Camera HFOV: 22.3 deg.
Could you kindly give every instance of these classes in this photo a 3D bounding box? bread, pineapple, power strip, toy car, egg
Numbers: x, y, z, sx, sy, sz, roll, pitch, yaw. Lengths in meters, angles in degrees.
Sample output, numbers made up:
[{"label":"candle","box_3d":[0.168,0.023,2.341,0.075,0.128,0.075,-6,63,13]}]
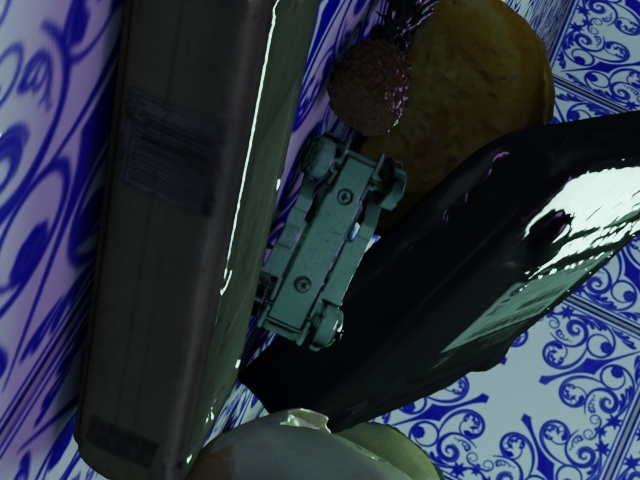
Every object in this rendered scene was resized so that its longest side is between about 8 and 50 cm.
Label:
[{"label":"bread","box_3d":[0.112,-0.102,1.327,0.229,0.139,0.143,-65,165,-6]},{"label":"pineapple","box_3d":[0.048,-0.125,1.065,0.124,0.058,0.058,-60,172,-36]},{"label":"power strip","box_3d":[-0.059,-0.005,0.693,0.387,0.066,0.092,104,12,-48]},{"label":"toy car","box_3d":[0.000,0.000,1.094,0.054,0.073,0.143,-113,-133,-78]},{"label":"egg","box_3d":[-0.032,0.241,1.174,0.244,0.201,0.201,-47,174,4]}]

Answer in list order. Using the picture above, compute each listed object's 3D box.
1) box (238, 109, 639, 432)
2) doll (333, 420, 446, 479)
[{"label":"box","box_3d":[0.139,0.021,1.302,0.350,0.091,0.359,-44,163,33]},{"label":"doll","box_3d":[-0.008,0.323,1.576,0.247,0.247,0.349,-59,-174,-38]}]
